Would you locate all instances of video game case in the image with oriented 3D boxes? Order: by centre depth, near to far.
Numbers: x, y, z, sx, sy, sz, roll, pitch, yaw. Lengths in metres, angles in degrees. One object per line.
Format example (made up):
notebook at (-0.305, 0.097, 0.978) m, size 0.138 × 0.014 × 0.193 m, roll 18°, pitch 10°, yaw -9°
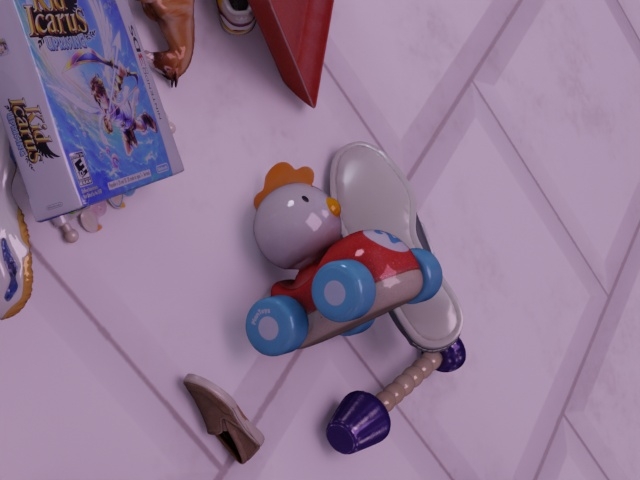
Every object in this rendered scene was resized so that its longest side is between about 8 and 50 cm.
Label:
video game case at (-0.253, -0.163, 1.266) m, size 0.269 × 0.061 × 0.244 m, roll -37°, pitch 109°, yaw -72°

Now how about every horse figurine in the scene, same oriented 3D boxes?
horse figurine at (-0.195, -0.345, 1.487) m, size 0.174 × 0.066 × 0.263 m, roll 33°, pitch 58°, yaw -30°

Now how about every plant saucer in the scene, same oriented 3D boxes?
plant saucer at (-0.037, -0.350, 1.599) m, size 0.259 × 0.047 × 0.258 m, roll 65°, pitch 31°, yaw -62°

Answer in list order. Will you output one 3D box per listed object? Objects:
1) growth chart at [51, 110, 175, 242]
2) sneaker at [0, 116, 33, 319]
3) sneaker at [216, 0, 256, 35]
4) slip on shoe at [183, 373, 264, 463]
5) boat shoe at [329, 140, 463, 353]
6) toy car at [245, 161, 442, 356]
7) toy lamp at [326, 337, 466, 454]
growth chart at (-0.260, -0.121, 1.386) m, size 0.172 × 0.021 × 0.237 m, roll 56°, pitch 46°, yaw -21°
sneaker at (-0.372, -0.065, 1.186) m, size 0.131 × 0.112 × 0.297 m, roll -4°, pitch 73°, yaw -31°
sneaker at (-0.111, -0.364, 1.554) m, size 0.069 × 0.084 × 0.186 m, roll -11°, pitch 85°, yaw -10°
slip on shoe at (-0.120, 0.212, 1.422) m, size 0.135 × 0.051 × 0.041 m, roll 53°, pitch 58°, yaw -31°
boat shoe at (0.100, 0.014, 1.666) m, size 0.099 × 0.116 × 0.319 m, roll 82°, pitch -17°, yaw -72°
toy car at (0.000, 0.000, 1.512) m, size 0.219 × 0.210 × 0.238 m, roll -9°, pitch 73°, yaw -58°
toy lamp at (0.102, 0.206, 1.640) m, size 0.274 × 0.080 × 0.080 m, roll -33°, pitch 103°, yaw -49°
